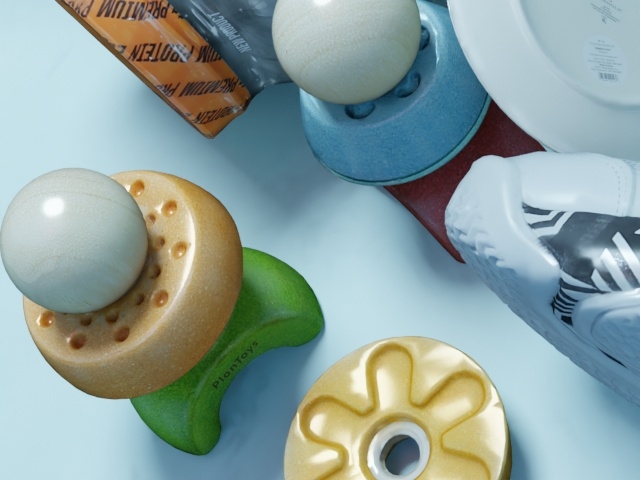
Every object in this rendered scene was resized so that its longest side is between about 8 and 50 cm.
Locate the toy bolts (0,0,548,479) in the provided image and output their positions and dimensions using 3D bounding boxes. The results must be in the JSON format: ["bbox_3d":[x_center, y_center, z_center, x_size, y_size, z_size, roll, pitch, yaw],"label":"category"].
[{"bbox_3d":[0.000,0.000,0.648,0.218,0.158,0.228,37,86,36],"label":"toy bolts"}]

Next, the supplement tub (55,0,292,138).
[{"bbox_3d":[0.000,-0.212,0.737,0.316,0.193,0.193,-47,54,-1],"label":"supplement tub"}]

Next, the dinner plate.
[{"bbox_3d":[0.116,-0.097,0.661,0.017,0.141,0.141,-35,42,58],"label":"dinner plate"}]

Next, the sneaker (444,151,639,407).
[{"bbox_3d":[0.238,-0.015,0.549,0.366,0.137,0.210,18,74,27],"label":"sneaker"}]
